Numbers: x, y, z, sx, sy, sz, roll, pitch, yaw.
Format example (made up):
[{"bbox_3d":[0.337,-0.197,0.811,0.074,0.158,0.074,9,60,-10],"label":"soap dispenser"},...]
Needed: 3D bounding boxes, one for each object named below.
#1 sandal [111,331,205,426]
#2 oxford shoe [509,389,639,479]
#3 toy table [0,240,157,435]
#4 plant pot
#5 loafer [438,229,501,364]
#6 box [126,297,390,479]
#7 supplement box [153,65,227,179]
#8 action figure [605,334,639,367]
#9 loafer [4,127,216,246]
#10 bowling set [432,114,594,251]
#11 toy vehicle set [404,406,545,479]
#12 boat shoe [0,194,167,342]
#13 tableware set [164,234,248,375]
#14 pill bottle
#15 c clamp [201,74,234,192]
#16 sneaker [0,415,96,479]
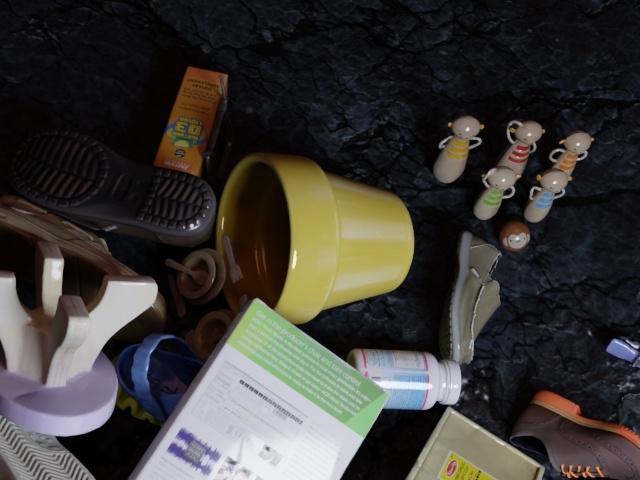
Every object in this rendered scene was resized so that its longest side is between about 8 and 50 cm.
[{"bbox_3d":[-0.154,0.229,1.344,0.317,0.138,0.126,28,53,5],"label":"sandal"},{"bbox_3d":[0.386,0.308,1.389,0.098,0.097,0.271,-44,33,-17],"label":"oxford shoe"},{"bbox_3d":[-0.349,0.117,1.280,0.252,0.161,0.274,-1,21,-38],"label":"toy table"},{"bbox_3d":[0.000,0.000,1.485,0.239,0.254,0.254,1,54,-30],"label":"plant pot"},{"bbox_3d":[0.244,0.090,1.555,0.087,0.094,0.251,13,54,2],"label":"loafer"},{"bbox_3d":[-0.085,0.269,1.274,0.232,0.058,0.322,37,75,-12],"label":"box"},{"bbox_3d":[-0.216,-0.180,1.649,0.078,0.080,0.233,12,57,-2],"label":"supplement box"},{"bbox_3d":[0.644,0.161,1.555,0.341,0.178,0.330,22,44,0],"label":"action figure"},{"bbox_3d":[-0.323,-0.060,1.520,0.366,0.130,0.134,21,67,19],"label":"loafer"},{"bbox_3d":[0.348,-0.098,1.673,0.287,0.154,0.200,-2,56,-14],"label":"bowling set"},{"bbox_3d":[0.203,0.338,1.334,0.166,0.035,0.267,32,26,11],"label":"toy vehicle set"},{"bbox_3d":[-0.358,0.028,1.444,0.341,0.121,0.110,30,35,8],"label":"boat shoe"},{"bbox_3d":[-0.168,0.094,1.442,0.039,0.128,0.194,25,37,-51],"label":"tableware set"},{"bbox_3d":[0.121,0.205,1.452,0.160,0.087,0.087,5,55,-10],"label":"pill bottle"},{"bbox_3d":[-0.169,-0.166,1.620,0.022,0.137,0.160,2,59,10],"label":"c clamp"},{"bbox_3d":[-0.400,0.289,1.262,0.131,0.148,0.350,4,28,-37],"label":"sneaker"}]
